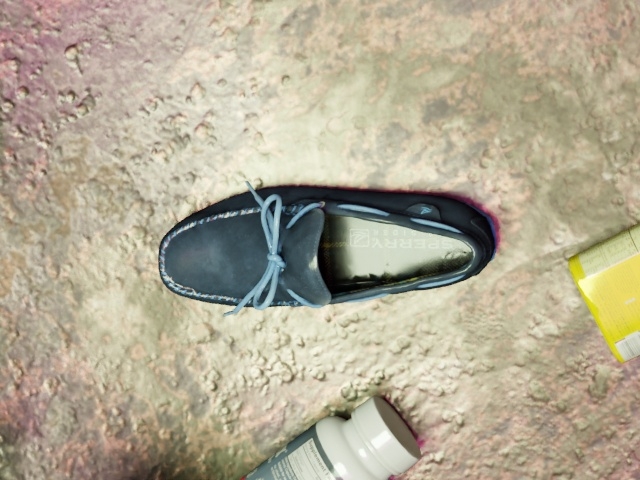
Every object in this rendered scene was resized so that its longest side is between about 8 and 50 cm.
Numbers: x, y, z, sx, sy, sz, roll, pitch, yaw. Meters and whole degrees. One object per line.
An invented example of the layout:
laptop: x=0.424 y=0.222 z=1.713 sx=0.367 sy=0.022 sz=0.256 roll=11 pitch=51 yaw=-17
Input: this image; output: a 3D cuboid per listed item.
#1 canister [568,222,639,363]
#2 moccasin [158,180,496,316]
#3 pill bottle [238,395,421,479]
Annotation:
canister: x=0.345 y=0.033 z=1.772 sx=0.170 sy=0.073 sz=0.126 roll=-27 pitch=95 yaw=12
moccasin: x=0.000 y=0.000 z=1.784 sx=0.342 sy=0.117 sz=0.138 roll=-9 pitch=98 yaw=8
pill bottle: x=0.008 y=0.242 z=1.830 sx=0.180 sy=0.108 sz=0.108 roll=-37 pitch=94 yaw=11
